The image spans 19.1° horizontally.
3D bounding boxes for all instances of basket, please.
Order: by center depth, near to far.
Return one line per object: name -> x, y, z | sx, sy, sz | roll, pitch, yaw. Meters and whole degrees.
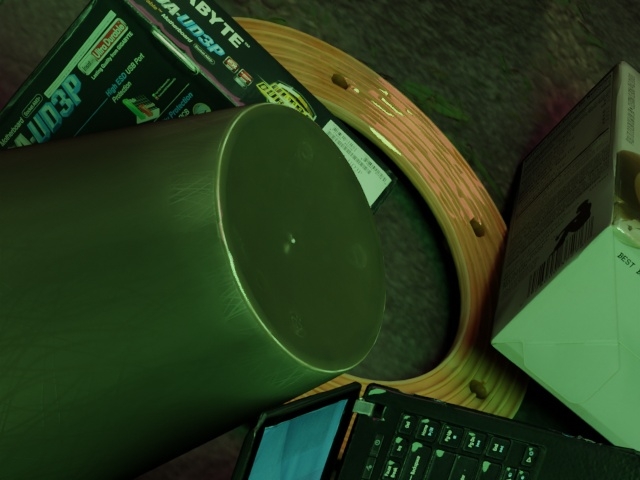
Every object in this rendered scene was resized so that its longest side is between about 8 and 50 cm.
basket -> -0.097, 0.027, 0.907 | 0.204, 0.227, 0.154 | 62, 33, -13

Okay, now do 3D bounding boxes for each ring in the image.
ring -> 0.000, 0.000, 1.220 | 0.337, 0.032, 0.336 | 25, 44, -27

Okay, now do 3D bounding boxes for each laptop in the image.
laptop -> 0.035, 0.200, 0.901 | 0.264, 0.234, 0.136 | 16, 8, -20

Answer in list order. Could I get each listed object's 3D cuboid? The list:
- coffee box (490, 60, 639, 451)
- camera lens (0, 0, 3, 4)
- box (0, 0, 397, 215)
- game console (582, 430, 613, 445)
coffee box -> 0.222, 0.017, 1.286 | 0.168, 0.119, 0.297 | 39, 25, -9
camera lens -> -0.250, -0.249, 1.046 | 0.219, 0.219, 0.274 | 29, 42, -22
box -> -0.092, -0.021, 1.001 | 0.175, 0.220, 0.051 | 43, 40, -4
game console -> 0.239, 0.239, 1.128 | 0.250, 0.173, 0.293 | -25, 77, -49
